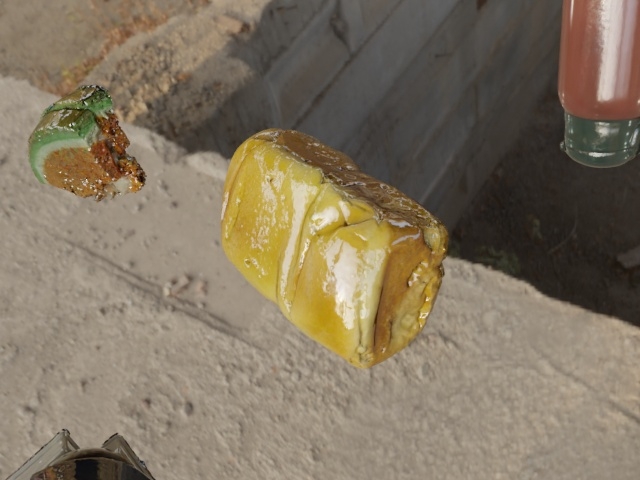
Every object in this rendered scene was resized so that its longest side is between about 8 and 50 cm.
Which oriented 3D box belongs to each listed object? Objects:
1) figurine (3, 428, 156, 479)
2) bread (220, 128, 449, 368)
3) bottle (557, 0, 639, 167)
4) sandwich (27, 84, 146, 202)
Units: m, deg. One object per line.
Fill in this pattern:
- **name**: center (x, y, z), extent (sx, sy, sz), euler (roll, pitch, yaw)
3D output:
- **figurine**: center (-0.232, 0.280, 0.804), extent (0.308, 0.308, 0.143), euler (-9, 92, 7)
- **bread**: center (0.000, 0.000, 0.852), extent (0.132, 0.167, 0.294), euler (6, 22, -33)
- **bottle**: center (0.394, -0.266, 1.100), extent (0.144, 0.336, 0.144), euler (-2, 26, 1)
- **sandwich**: center (-0.333, -0.114, 1.107), extent (0.235, 0.159, 0.079), euler (-6, 36, 48)
